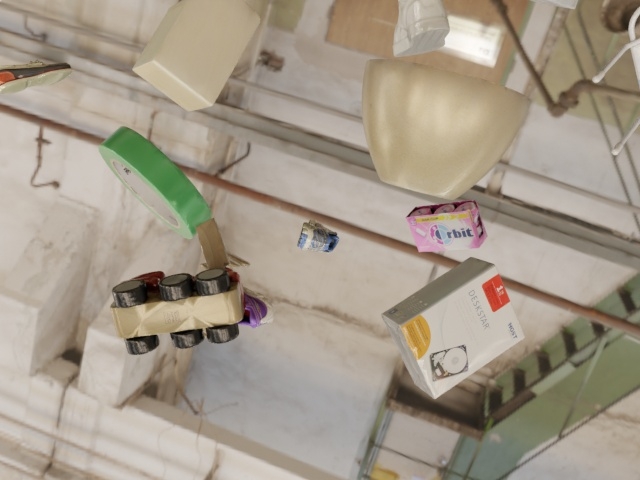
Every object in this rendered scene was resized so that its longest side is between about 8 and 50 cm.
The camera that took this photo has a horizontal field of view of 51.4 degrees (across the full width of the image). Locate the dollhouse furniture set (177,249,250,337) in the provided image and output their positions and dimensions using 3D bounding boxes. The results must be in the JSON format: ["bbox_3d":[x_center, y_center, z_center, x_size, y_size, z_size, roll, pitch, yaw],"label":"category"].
[{"bbox_3d":[-0.264,0.156,1.706,0.161,0.212,0.242,27,-172,13],"label":"dollhouse furniture set"}]

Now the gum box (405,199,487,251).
[{"bbox_3d":[0.325,-0.035,1.695,0.188,0.107,0.062,-5,-152,41],"label":"gum box"}]

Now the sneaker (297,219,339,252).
[{"bbox_3d":[0.000,0.000,1.059,0.058,0.052,0.135,17,-173,4],"label":"sneaker"}]

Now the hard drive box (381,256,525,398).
[{"bbox_3d":[0.266,0.171,1.332,0.232,0.181,0.089,-32,-163,-13],"label":"hard drive box"}]

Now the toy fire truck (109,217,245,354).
[{"bbox_3d":[-0.245,0.072,1.202,0.216,0.159,0.246,-9,-163,2],"label":"toy fire truck"}]

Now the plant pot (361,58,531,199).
[{"bbox_3d":[0.191,-0.177,1.136,0.284,0.191,0.284,14,-173,-2],"label":"plant pot"}]

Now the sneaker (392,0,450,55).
[{"bbox_3d":[0.198,-0.482,1.372,0.108,0.169,0.292,-12,-176,-2],"label":"sneaker"}]

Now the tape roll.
[{"bbox_3d":[-0.413,-0.141,1.668,0.321,0.077,0.321,39,164,13],"label":"tape roll"}]

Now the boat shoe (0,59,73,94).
[{"bbox_3d":[-0.490,-0.287,1.136,0.137,0.049,0.043,-28,-94,-38],"label":"boat shoe"}]

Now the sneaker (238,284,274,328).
[{"bbox_3d":[-0.167,0.119,1.266,0.169,0.068,0.071,17,-149,37],"label":"sneaker"}]

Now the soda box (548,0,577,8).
[{"bbox_3d":[0.333,-0.423,1.054,0.216,0.069,0.074,-6,-153,-42],"label":"soda box"}]

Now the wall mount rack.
[{"bbox_3d":[0.802,-0.381,1.606,0.304,0.350,0.130,-25,-153,8],"label":"wall mount rack"}]

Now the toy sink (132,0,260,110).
[{"bbox_3d":[-0.262,-0.417,1.411,0.152,0.234,0.131,34,164,-33],"label":"toy sink"}]
